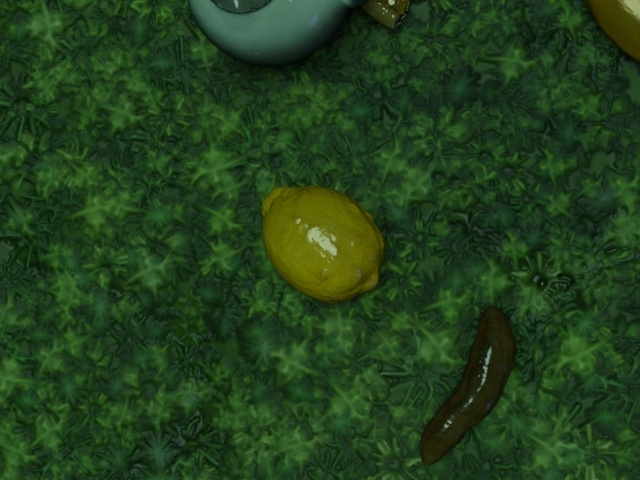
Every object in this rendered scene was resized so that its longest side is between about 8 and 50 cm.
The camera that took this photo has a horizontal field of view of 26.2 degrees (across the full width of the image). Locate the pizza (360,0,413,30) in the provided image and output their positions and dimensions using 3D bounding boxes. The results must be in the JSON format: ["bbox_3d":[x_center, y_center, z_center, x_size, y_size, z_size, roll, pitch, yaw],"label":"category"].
[{"bbox_3d":[0.077,-0.317,1.505,0.131,0.041,0.178,-9,83,6],"label":"pizza"}]

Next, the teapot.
[{"bbox_3d":[-0.058,-0.283,1.464,0.294,0.129,0.193,13,94,23],"label":"teapot"}]

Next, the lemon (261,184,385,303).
[{"bbox_3d":[0.000,0.000,1.447,0.155,0.114,0.114,39,91,13],"label":"lemon"}]

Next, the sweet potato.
[{"bbox_3d":[0.160,0.160,1.438,0.054,0.053,0.182,27,92,-28],"label":"sweet potato"}]

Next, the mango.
[{"bbox_3d":[0.333,-0.254,1.443,0.098,0.075,0.190,-32,87,10],"label":"mango"}]
